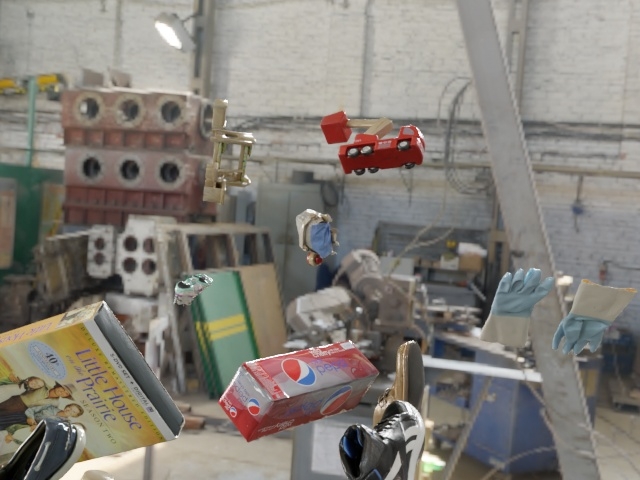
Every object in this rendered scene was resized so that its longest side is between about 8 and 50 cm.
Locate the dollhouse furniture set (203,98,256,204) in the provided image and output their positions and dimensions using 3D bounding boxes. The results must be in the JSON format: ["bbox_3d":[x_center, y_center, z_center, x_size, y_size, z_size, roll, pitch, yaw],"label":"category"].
[{"bbox_3d":[-0.193,-0.192,1.714,0.101,0.182,0.161,7,28,-8],"label":"dollhouse furniture set"}]

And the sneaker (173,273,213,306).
[{"bbox_3d":[-0.275,0.112,1.668,0.038,0.069,0.098,40,33,29],"label":"sneaker"}]

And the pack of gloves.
[{"bbox_3d":[0.375,0.108,1.271,0.195,0.046,0.232,9,-34,5],"label":"pack of gloves"}]

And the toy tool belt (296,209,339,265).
[{"bbox_3d":[0.000,0.000,1.038,0.051,0.083,0.052,10,33,37],"label":"toy tool belt"}]

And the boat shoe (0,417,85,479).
[{"bbox_3d":[-0.470,0.376,1.207,0.079,0.254,0.095,37,12,-41],"label":"boat shoe"}]

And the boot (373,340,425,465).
[{"bbox_3d":[0.173,0.367,1.784,0.115,0.305,0.112,11,21,29],"label":"boot"}]

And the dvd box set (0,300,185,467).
[{"bbox_3d":[-0.513,0.301,1.505,0.420,0.308,0.062,-17,27,19],"label":"dvd box set"}]

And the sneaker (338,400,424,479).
[{"bbox_3d":[0.090,0.295,1.179,0.079,0.121,0.217,-34,21,26],"label":"sneaker"}]

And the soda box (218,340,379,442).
[{"bbox_3d":[-0.029,0.232,1.238,0.263,0.092,0.083,-2,40,-50],"label":"soda box"}]

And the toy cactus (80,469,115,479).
[{"bbox_3d":[-0.251,0.337,0.834,0.219,0.181,0.112,19,3,42],"label":"toy cactus"}]

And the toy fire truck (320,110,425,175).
[{"bbox_3d":[0.088,-0.172,1.335,0.192,0.047,0.135,-6,42,21],"label":"toy fire truck"}]
